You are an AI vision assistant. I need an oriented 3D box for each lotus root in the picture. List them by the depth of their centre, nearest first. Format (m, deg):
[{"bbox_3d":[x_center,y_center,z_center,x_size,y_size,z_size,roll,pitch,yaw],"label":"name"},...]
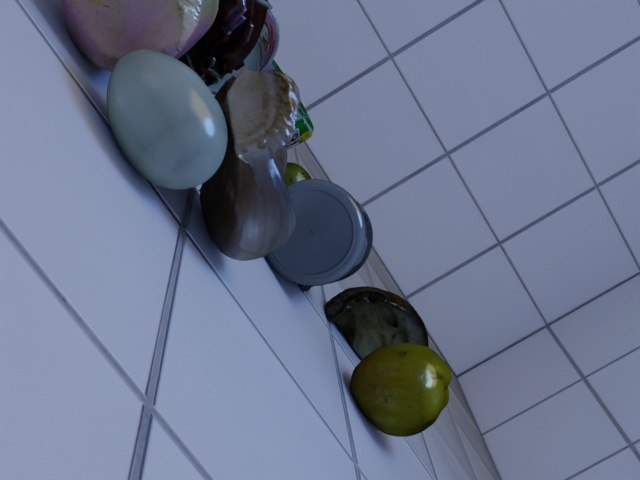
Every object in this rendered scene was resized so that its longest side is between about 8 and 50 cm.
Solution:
[{"bbox_3d":[0.138,0.196,2.125,0.314,0.210,0.142,70,8,-47],"label":"lotus root"}]

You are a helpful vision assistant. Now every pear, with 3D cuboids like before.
[{"bbox_3d":[0.162,0.296,1.802,0.200,0.200,0.200,57,7,-12],"label":"pear"}]

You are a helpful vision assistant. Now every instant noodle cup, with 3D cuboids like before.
[{"bbox_3d":[-0.228,-0.472,2.177,0.243,0.243,0.231,56,15,-20],"label":"instant noodle cup"}]

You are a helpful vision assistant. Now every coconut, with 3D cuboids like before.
[{"bbox_3d":[-0.276,-0.374,1.372,0.233,0.233,0.245,57,10,-16],"label":"coconut"}]

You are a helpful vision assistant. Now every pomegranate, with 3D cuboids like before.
[{"bbox_3d":[-0.081,-0.125,2.177,0.130,0.130,0.130,57,7,-12],"label":"pomegranate"}]

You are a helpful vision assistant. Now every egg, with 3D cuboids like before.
[{"bbox_3d":[-0.216,-0.170,1.253,0.209,0.151,0.151,62,7,3],"label":"egg"}]

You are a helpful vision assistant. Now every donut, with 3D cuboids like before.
[{"bbox_3d":[-0.241,-0.399,1.569,0.345,0.259,0.136,39,35,25],"label":"donut"}]

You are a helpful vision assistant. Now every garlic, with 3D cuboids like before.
[{"bbox_3d":[-0.112,-0.105,1.396,0.325,0.132,0.279,118,-31,-62],"label":"garlic"}]

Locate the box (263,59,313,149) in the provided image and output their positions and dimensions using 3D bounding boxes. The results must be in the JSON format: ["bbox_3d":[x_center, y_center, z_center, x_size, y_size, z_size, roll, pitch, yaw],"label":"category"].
[{"bbox_3d":[-0.142,-0.343,2.362,0.250,0.180,0.103,61,4,27],"label":"box"}]

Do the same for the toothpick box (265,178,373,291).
[{"bbox_3d":[0.000,0.000,1.879,0.229,0.229,0.316,60,6,6],"label":"toothpick box"}]
